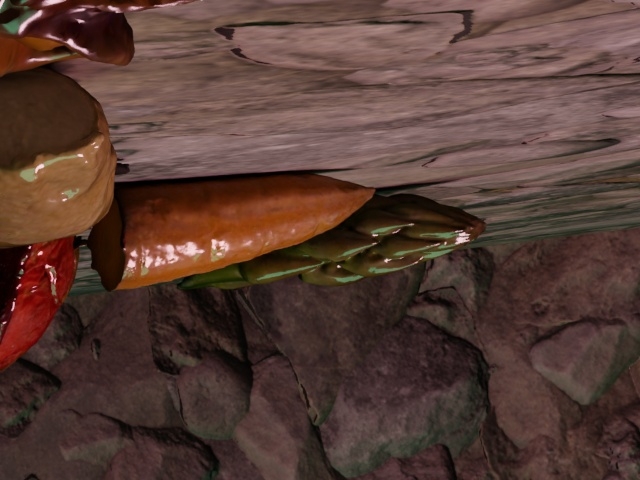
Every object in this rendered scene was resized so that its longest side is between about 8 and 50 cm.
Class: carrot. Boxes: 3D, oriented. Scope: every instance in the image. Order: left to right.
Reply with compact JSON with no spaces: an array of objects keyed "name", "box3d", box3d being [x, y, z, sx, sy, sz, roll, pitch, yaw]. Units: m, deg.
[{"name":"carrot","box3d":[-0.055,-0.017,1.362,0.205,0.072,0.072,-12,180,-24]}]

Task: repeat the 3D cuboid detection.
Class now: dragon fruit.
[{"name":"dragon fruit","box3d":[-0.217,0.035,1.438,0.161,0.121,0.127,-15,177,41]}]

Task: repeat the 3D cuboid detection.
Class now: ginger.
[{"name":"ginger","box3d":[-0.142,-0.028,0.812,0.190,0.069,0.095,-10,180,42]}]

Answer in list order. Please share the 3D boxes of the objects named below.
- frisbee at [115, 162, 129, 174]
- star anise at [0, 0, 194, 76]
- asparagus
[{"name":"frisbee","box3d":[-0.177,-0.038,1.106,0.211,0.012,0.187,-10,176,42]},{"name":"star anise","box3d":[-0.082,-0.063,0.434,0.212,0.053,0.157,-7,177,-22]},{"name":"asparagus","box3d":[0.000,0.000,1.644,0.287,0.080,0.080,-4,178,24]}]
